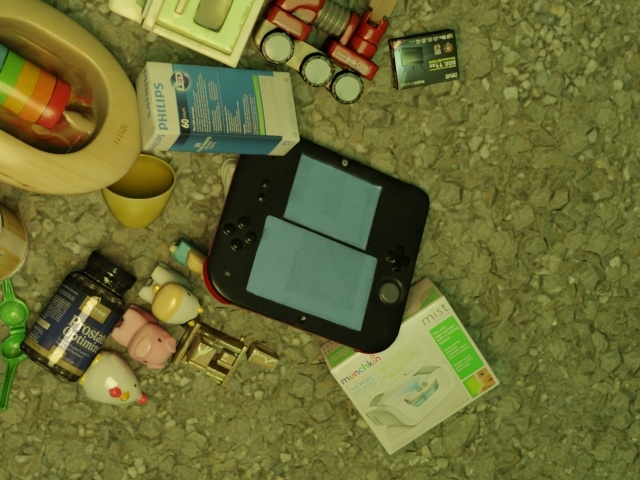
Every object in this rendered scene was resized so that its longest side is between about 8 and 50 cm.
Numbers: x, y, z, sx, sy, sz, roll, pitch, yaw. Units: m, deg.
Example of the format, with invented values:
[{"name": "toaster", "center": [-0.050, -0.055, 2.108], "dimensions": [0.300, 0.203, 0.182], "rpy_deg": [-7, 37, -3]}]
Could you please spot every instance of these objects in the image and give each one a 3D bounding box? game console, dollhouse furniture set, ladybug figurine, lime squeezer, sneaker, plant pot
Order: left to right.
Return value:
[{"name": "lime squeezer", "center": [-0.568, 0.155, 1.795], "dimensions": [0.059, 0.110, 0.310], "rpy_deg": [-10, 76, 18]}, {"name": "ladybug figurine", "center": [-0.506, -0.241, 1.622], "dimensions": [0.449, 0.162, 0.305], "rpy_deg": [34, 66, -27]}, {"name": "plant pot", "center": [-0.327, -0.078, 1.764], "dimensions": [0.134, 0.134, 0.095], "rpy_deg": [2, 131, -11]}, {"name": "dollhouse furniture set", "center": [-0.175, 0.243, 1.857], "dimensions": [0.182, 0.161, 0.101], "rpy_deg": [28, 99, -16]}, {"name": "sneaker", "center": [-0.154, -0.072, 1.823], "dimensions": [0.054, 0.061, 0.152], "rpy_deg": [-13, 109, -9]}, {"name": "game console", "center": [0.000, 0.000, 1.794], "dimensions": [0.387, 0.060, 0.341], "rpy_deg": [22, 75, -20]}]

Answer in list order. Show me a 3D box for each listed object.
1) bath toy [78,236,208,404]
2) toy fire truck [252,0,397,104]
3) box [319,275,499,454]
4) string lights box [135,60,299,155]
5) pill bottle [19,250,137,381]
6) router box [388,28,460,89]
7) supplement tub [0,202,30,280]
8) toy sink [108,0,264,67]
[{"name": "bath toy", "center": [-0.305, 0.167, 1.815], "dimensions": [0.129, 0.151, 0.348], "rpy_deg": [35, 99, -8]}, {"name": "toy fire truck", "center": [0.030, -0.384, 1.709], "dimensions": [0.217, 0.158, 0.246], "rpy_deg": [28, 102, -17]}, {"name": "box", "center": [0.172, 0.241, 1.943], "dimensions": [0.262, 0.127, 0.231], "rpy_deg": [-33, 111, 1]}, {"name": "string lights box", "center": [-0.174, -0.223, 1.696], "dimensions": [0.260, 0.077, 0.133], "rpy_deg": [0, 71, -26]}, {"name": "pill bottle", "center": [-0.429, 0.133, 1.783], "dimensions": [0.123, 0.123, 0.219], "rpy_deg": [35, 81, -18]}, {"name": "router box", "center": [0.190, -0.332, 1.823], "dimensions": [0.123, 0.038, 0.092], "rpy_deg": [-12, 108, -7]}, {"name": "supplement tub", "center": [-0.580, -0.005, 1.670], "dimensions": [0.145, 0.199, 0.144], "rpy_deg": [0, 78, 2]}, {"name": "toy sink", "center": [-0.226, -0.410, 1.673], "dimensions": [0.234, 0.131, 0.152], "rpy_deg": [23, 100, -15]}]
